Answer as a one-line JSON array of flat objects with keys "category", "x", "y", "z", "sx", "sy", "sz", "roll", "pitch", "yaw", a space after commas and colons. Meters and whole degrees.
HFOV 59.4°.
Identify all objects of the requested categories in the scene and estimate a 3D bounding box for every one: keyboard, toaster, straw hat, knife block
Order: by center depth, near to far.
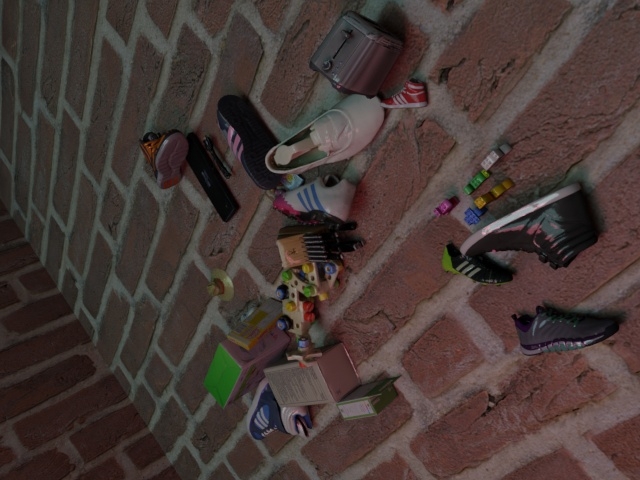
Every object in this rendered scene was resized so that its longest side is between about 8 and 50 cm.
[{"category": "toaster", "x": 0.090, "y": -0.409, "z": 1.249, "sx": 0.129, "sy": 0.227, "sz": 0.146, "roll": 45, "pitch": 117, "yaw": 19}, {"category": "knife block", "x": 0.000, "y": 0.000, "z": 1.619, "sx": 0.276, "sy": 0.242, "sz": 0.088, "roll": -97, "pitch": -6, "yaw": -79}, {"category": "keyboard", "x": -0.366, "y": -0.231, "z": 1.900, "sx": 0.317, "sy": 0.033, "sz": 0.201, "roll": 58, "pitch": 144, "yaw": 7}, {"category": "straw hat", "x": -0.389, "y": 0.177, "z": 2.089, "sx": 0.144, "sy": 0.061, "sz": 0.144, "roll": 21, "pitch": 122, "yaw": 38}]

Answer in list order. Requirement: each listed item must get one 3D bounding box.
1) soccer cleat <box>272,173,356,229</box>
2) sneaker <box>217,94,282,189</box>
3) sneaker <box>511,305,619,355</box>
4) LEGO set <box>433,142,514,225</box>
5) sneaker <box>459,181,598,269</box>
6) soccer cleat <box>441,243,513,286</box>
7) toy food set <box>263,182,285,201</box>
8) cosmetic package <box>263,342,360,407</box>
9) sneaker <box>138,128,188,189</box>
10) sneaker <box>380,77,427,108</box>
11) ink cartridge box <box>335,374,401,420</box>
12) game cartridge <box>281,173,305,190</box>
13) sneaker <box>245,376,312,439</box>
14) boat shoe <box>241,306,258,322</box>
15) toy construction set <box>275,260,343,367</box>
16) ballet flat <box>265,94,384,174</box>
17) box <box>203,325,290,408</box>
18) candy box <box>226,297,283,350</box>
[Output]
[{"category": "soccer cleat", "x": -0.013, "y": -0.115, "z": 1.562, "sx": 0.331, "sy": 0.116, "sz": 0.143, "roll": 14, "pitch": 77, "yaw": 56}, {"category": "sneaker", "x": -0.211, "y": -0.277, "z": 1.682, "sx": 0.319, "sy": 0.112, "sz": 0.131, "roll": 63, "pitch": 160, "yaw": 12}, {"category": "sneaker", "x": 0.505, "y": 0.179, "z": 1.186, "sx": 0.223, "sy": 0.083, "sz": 0.098, "roll": -28, "pitch": 83, "yaw": 48}, {"category": "LEGO set", "x": 0.336, "y": -0.096, "z": 1.215, "sx": 0.087, "sy": 0.093, "sz": 0.227, "roll": 51, "pitch": 136, "yaw": 15}, {"category": "sneaker", "x": 0.428, "y": 0.010, "z": 1.162, "sx": 0.295, "sy": 0.104, "sz": 0.147, "roll": -33, "pitch": 79, "yaw": 43}, {"category": "soccer cleat", "x": 0.357, "y": 0.055, "z": 1.292, "sx": 0.179, "sy": 0.060, "sz": 0.072, "roll": 18, "pitch": 119, "yaw": 42}, {"category": "toy food set", "x": -0.128, "y": -0.176, "z": 1.700, "sx": 0.078, "sy": 0.019, "sz": 0.122, "roll": 43, "pitch": 125, "yaw": 22}, {"category": "cosmetic package", "x": -0.033, "y": 0.436, "z": 1.804, "sx": 0.296, "sy": 0.129, "sz": 0.153, "roll": -22, "pitch": 91, "yaw": 48}, {"category": "sneaker", "x": -0.564, "y": -0.324, "z": 1.962, "sx": 0.180, "sy": 0.124, "sz": 0.321, "roll": 57, "pitch": 147, "yaw": 11}, {"category": "sneaker", "x": 0.188, "y": -0.339, "z": 1.289, "sx": 0.118, "sy": 0.042, "sz": 0.067, "roll": 7, "pitch": 117, "yaw": 35}, {"category": "ink cartridge box", "x": 0.153, "y": 0.465, "z": 1.646, "sx": 0.209, "sy": 0.109, "sz": 0.062, "roll": -31, "pitch": 86, "yaw": 47}, {"category": "game cartridge", "x": -0.088, "y": -0.182, "z": 1.645, "sx": 0.083, "sy": 0.017, "sz": 0.056, "roll": 40, "pitch": 126, "yaw": 16}, {"category": "sneaker", "x": -0.142, "y": 0.660, "z": 2.013, "sx": 0.236, "sy": 0.130, "sz": 0.323, "roll": 36, "pitch": 125, "yaw": 33}, {"category": "boat shoe", "x": -0.260, "y": 0.295, "z": 2.020, "sx": 0.063, "sy": 0.066, "sz": 0.184, "roll": 39, "pitch": 141, "yaw": 25}, {"category": "toy construction set", "x": -0.041, "y": 0.206, "z": 1.674, "sx": 0.215, "sy": 0.151, "sz": 0.328, "roll": 10, "pitch": 93, "yaw": 42}, {"category": "ballet flat", "x": -0.005, "y": -0.256, "z": 1.456, "sx": 0.400, "sy": 0.139, "sz": 0.139, "roll": -20, "pitch": 94, "yaw": 47}, {"category": "box", "x": -0.253, "y": 0.421, "z": 1.939, "sx": 0.127, "sy": 0.231, "sz": 0.262, "roll": 44, "pitch": 134, "yaw": 20}, {"category": "candy box", "x": -0.199, "y": 0.270, "z": 1.837, "sx": 0.105, "sy": 0.206, "sz": 0.027, "roll": 19, "pitch": 136, "yaw": 38}]
